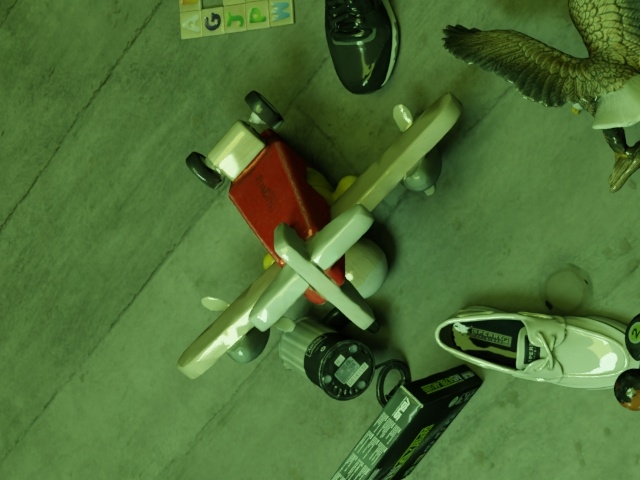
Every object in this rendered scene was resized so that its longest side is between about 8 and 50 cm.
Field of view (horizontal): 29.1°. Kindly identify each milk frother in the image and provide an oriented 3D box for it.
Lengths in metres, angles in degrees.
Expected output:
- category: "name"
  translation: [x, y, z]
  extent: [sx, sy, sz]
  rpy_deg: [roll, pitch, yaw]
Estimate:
- category: "milk frother"
  translation: [0.037, 0.173, 1.691]
  extent: [0.135, 0.129, 0.143]
  rpy_deg: [24, 143, 62]

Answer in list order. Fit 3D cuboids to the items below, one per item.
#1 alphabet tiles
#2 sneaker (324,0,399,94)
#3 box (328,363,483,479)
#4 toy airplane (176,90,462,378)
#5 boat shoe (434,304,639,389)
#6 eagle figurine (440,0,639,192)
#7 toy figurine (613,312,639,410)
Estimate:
- category: "alphabet tiles"
  translation: [-0.129, -0.420, 1.781]
  extent: [0.198, 0.009, 0.237]
  rpy_deg: [-2, 94, 31]
- category: "sneaker"
  translation: [0.027, -0.334, 1.629]
  extent: [0.107, 0.124, 0.283]
  rpy_deg: [-2, 94, 31]
- category: "box"
  translation: [0.109, 0.252, 1.598]
  extent: [0.045, 0.184, 0.190]
  rpy_deg: [43, 113, 19]
- category: "toy airplane"
  translation: [0.000, 0.000, 1.585]
  extent: [0.386, 0.272, 0.384]
  rpy_deg: [-10, 53, 43]
- category: "boat shoe"
  translation: [0.272, 0.132, 1.546]
  extent: [0.267, 0.088, 0.096]
  rpy_deg: [13, 101, 29]
- category: "eagle figurine"
  translation: [0.307, -0.212, 1.442]
  extent: [0.298, 0.226, 0.225]
  rpy_deg: [56, 138, 9]
- category: "toy figurine"
  translation: [0.425, 0.111, 1.368]
  extent: [0.148, 0.209, 0.213]
  rpy_deg: [31, 66, 17]
